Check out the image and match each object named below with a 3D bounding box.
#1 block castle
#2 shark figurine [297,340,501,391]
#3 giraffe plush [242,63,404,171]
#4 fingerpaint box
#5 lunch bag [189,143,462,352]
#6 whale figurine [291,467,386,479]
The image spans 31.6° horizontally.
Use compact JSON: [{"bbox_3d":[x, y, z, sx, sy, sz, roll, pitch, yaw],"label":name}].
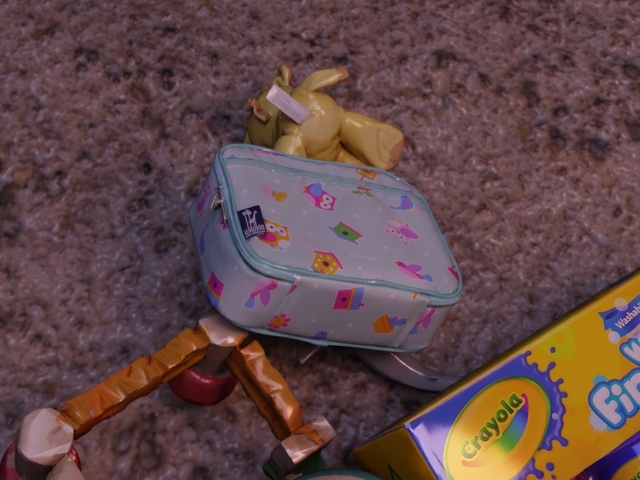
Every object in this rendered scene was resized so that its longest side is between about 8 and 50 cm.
[{"bbox_3d":[-0.097,0.322,1.151,0.303,0.213,0.453,-31,77,-27],"label":"block castle"},{"bbox_3d":[0.084,0.110,1.297,0.278,0.116,0.166,37,72,16],"label":"shark figurine"},{"bbox_3d":[-0.027,-0.125,1.380,0.181,0.210,0.170,-41,28,-10],"label":"giraffe plush"},{"bbox_3d":[0.320,0.237,1.088,0.445,0.163,0.371,-27,81,-23],"label":"fingerpaint box"},{"bbox_3d":[0.000,0.000,1.207,0.279,0.108,0.224,11,40,-26],"label":"lunch bag"},{"bbox_3d":[0.040,0.329,0.999,0.216,0.141,0.272,-27,94,11],"label":"whale figurine"}]
